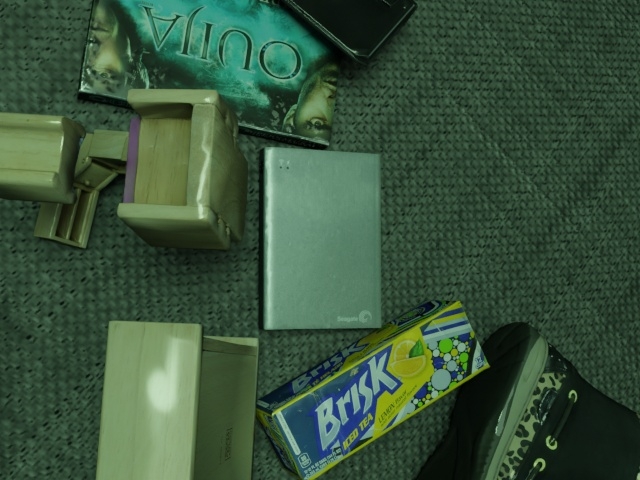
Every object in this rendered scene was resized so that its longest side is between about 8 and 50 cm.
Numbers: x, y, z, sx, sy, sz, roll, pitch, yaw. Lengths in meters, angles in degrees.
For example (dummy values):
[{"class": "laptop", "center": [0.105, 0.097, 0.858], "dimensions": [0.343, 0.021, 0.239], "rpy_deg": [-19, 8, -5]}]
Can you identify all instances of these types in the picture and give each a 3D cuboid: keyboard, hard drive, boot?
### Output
[{"class": "keyboard", "center": [-0.011, -0.215, 0.613], "dimensions": [0.180, 0.023, 0.108], "rpy_deg": [40, 62, -3]}, {"class": "hard drive", "center": [0.000, 0.000, 0.620], "dimensions": [0.094, 0.022, 0.135], "rpy_deg": [1, 86, -21]}, {"class": "boot", "center": [0.170, 0.205, 0.637], "dimensions": [0.178, 0.085, 0.236], "rpy_deg": [31, 76, -18]}]

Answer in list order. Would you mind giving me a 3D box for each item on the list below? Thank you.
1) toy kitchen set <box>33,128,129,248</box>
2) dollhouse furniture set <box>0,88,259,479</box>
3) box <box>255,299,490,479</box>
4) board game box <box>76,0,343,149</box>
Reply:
[{"class": "toy kitchen set", "center": [-0.131, -0.028, 0.553], "dimensions": [0.068, 0.083, 0.075], "rpy_deg": [26, 74, -60]}, {"class": "dollhouse furniture set", "center": [-0.201, 0.070, 0.500], "dimensions": [0.303, 0.198, 0.287], "rpy_deg": [2, 81, 4]}, {"class": "box", "center": [0.038, 0.107, 0.610], "dimensions": [0.168, 0.054, 0.059], "rpy_deg": [-28, 96, -21]}, {"class": "board game box", "center": [-0.074, -0.146, 0.601], "dimensions": [0.186, 0.026, 0.126], "rpy_deg": [10, 82, -20]}]
